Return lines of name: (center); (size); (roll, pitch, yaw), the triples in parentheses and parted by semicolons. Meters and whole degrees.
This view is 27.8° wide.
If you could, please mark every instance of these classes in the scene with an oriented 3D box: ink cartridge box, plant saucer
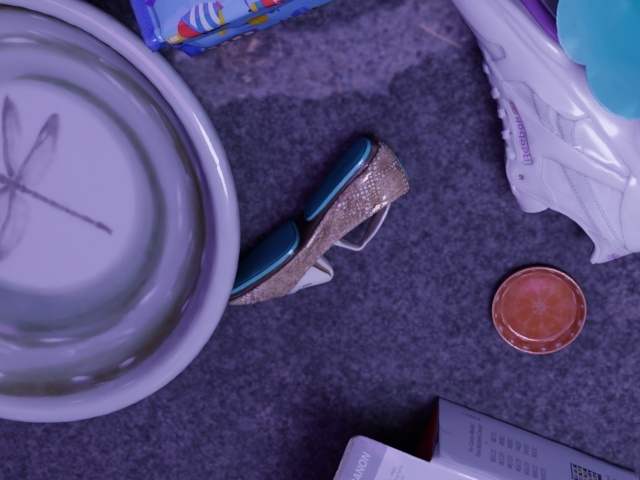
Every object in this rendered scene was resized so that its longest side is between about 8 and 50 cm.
ink cartridge box: (0.112, 0.320, 1.196); (0.271, 0.130, 0.310); (21, 110, 1)
plant saucer: (0.195, 0.061, 1.158); (0.083, 0.013, 0.084); (2, 110, 6)
plant saucer: (-0.257, -0.037, 1.125); (0.400, 0.100, 0.401); (4, 113, 9)

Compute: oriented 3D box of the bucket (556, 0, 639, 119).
bucket: (0.319, -0.209, 0.925); (0.281, 0.183, 0.281); (12, 126, 17)

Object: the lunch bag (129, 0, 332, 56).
lunch bag: (-0.070, -0.322, 1.015); (0.220, 0.138, 0.293); (-20, 92, 11)

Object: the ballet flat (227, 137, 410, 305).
ballet flat: (0.000, 0.000, 1.134); (0.067, 0.073, 0.206); (37, 113, -22)

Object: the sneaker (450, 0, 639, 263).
sneaker: (0.178, -0.107, 1.050); (0.152, 0.114, 0.305); (-39, 94, 32)
